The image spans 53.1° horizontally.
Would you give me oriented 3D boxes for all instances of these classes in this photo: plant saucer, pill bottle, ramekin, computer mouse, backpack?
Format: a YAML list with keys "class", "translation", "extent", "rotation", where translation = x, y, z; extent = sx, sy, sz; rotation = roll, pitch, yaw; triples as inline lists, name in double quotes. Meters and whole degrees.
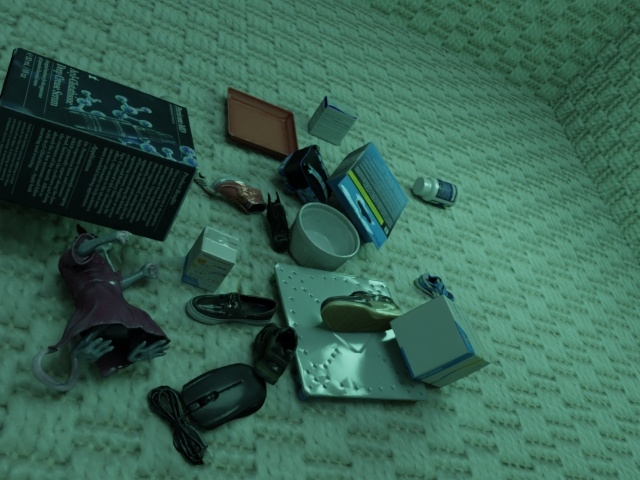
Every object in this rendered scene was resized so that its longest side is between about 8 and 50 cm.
- class: "plant saucer"
  translation: [-0.201, -0.381, 2.149]
  extent: [0.259, 0.047, 0.259]
  rotation: [17, 43, -27]
- class: "pill bottle"
  translation: [0.440, -0.189, 2.450]
  extent: [0.170, 0.094, 0.094]
  rotation: [14, 44, -30]
- class: "ramekin"
  translation: [0.000, 0.000, 1.871]
  extent: [0.207, 0.109, 0.207]
  rotation: [24, 39, -21]
- class: "computer mouse"
  translation: [-0.210, 0.339, 1.374]
  extent: [0.272, 0.072, 0.188]
  rotation: [-19, 64, -49]
- class: "backpack"
  translation: [-0.038, -0.194, 2.035]
  extent: [0.173, 0.117, 0.158]
  rotation: [61, 30, -26]

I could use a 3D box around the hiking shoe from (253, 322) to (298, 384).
- class: "hiking shoe"
  translation: [-0.092, 0.244, 1.500]
  extent: [0.086, 0.114, 0.227]
  rotation: [41, 13, -16]

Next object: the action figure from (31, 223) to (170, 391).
- class: "action figure"
  translation: [-0.471, 0.119, 1.348]
  extent: [0.276, 0.248, 0.370]
  rotation: [-34, 55, -9]

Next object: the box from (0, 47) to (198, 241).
- class: "box"
  translation: [-0.498, -0.205, 1.393]
  extent: [0.396, 0.211, 0.293]
  rotation: [16, 30, -29]

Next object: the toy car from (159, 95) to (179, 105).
- class: "toy car"
  translation: [-0.462, -0.308, 1.795]
  extent: [0.181, 0.159, 0.136]
  rotation: [-85, 152, -48]

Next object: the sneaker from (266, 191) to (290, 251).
- class: "sneaker"
  translation: [-0.125, -0.055, 1.845]
  extent: [0.051, 0.170, 0.089]
  rotation: [-7, 9, -16]

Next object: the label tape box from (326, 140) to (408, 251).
- class: "label tape box"
  translation: [0.140, -0.135, 2.064]
  extent: [0.249, 0.115, 0.347]
  rotation: [56, 36, -15]

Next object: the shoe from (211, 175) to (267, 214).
- class: "shoe"
  translation: [-0.227, -0.128, 1.838]
  extent: [0.178, 0.063, 0.081]
  rotation: [10, 43, -50]

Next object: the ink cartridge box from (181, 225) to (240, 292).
- class: "ink cartridge box"
  translation: [-0.267, 0.041, 1.574]
  extent: [0.092, 0.143, 0.089]
  rotation: [22, 40, -21]

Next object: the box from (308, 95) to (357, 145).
- class: "box"
  translation: [0.042, -0.435, 2.334]
  extent: [0.126, 0.137, 0.072]
  rotation: [20, 40, -24]

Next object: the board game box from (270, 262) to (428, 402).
- class: "board game box"
  translation: [0.070, 0.254, 1.716]
  extent: [0.390, 0.050, 0.389]
  rotation: [11, 45, -32]

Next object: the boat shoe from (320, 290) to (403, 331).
- class: "boat shoe"
  translation: [0.104, 0.181, 1.701]
  extent: [0.285, 0.102, 0.092]
  rotation: [10, 40, -38]

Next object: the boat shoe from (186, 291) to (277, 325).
- class: "boat shoe"
  translation: [-0.208, 0.159, 1.558]
  extent: [0.229, 0.076, 0.080]
  rotation: [14, 44, -30]

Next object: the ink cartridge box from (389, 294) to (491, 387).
- class: "ink cartridge box"
  translation: [0.329, 0.279, 1.738]
  extent: [0.233, 0.168, 0.171]
  rotation: [33, 31, -56]

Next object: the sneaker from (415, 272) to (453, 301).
- class: "sneaker"
  translation: [0.378, 0.154, 2.072]
  extent: [0.144, 0.059, 0.053]
  rotation: [31, 35, -12]

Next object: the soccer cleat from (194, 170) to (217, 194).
- class: "soccer cleat"
  translation: [-0.324, -0.163, 1.827]
  extent: [0.083, 0.035, 0.029]
  rotation: [40, 37, 2]
